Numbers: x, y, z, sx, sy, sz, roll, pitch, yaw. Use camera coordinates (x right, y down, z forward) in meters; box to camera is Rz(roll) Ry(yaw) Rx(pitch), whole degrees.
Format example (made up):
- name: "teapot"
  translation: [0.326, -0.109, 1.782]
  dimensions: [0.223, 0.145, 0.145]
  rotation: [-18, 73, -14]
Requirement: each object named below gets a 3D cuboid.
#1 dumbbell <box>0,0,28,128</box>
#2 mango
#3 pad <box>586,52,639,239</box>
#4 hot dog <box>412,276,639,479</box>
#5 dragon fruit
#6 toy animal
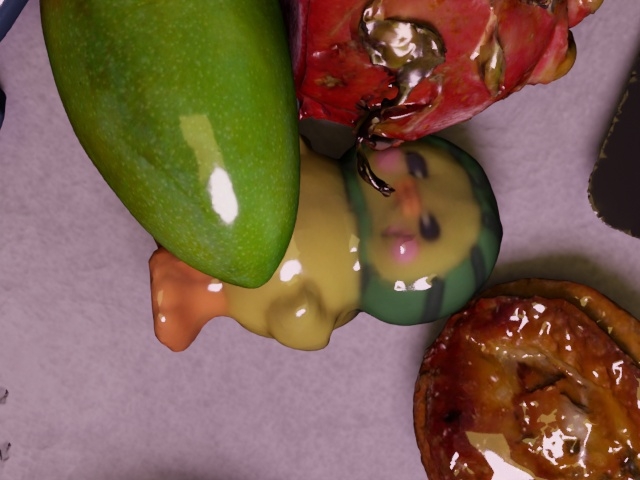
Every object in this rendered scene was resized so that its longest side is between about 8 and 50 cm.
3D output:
- name: "dumbbell"
  translation: [-0.306, -0.234, 1.127]
  dimensions: [0.160, 0.144, 0.325]
  rotation: [39, 101, 5]
- name: "mango"
  translation: [-0.118, -0.138, 0.990]
  dimensions: [0.201, 0.225, 0.382]
  rotation: [-13, 76, -29]
- name: "pad"
  translation: [0.453, -0.141, 1.159]
  dimensions: [0.314, 0.063, 0.376]
  rotation: [23, 92, 0]
- name: "hot dog"
  translation: [0.254, 0.220, 1.167]
  dimensions: [0.267, 0.174, 0.388]
  rotation: [-29, 99, 11]
- name: "dragon fruit"
  translation: [0.105, -0.211, 1.047]
  dimensions: [0.291, 0.269, 0.250]
  rotation: [-3, 124, -15]
- name: "toy animal"
  translation: [0.001, 0.001, 1.136]
  dimensions: [0.338, 0.191, 0.216]
  rotation: [-8, 70, -3]
